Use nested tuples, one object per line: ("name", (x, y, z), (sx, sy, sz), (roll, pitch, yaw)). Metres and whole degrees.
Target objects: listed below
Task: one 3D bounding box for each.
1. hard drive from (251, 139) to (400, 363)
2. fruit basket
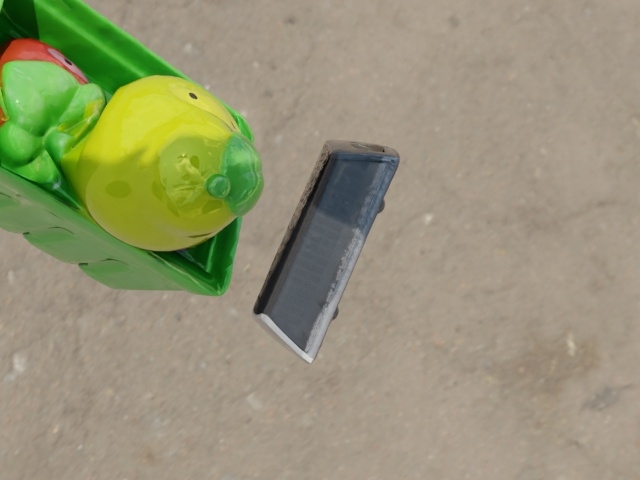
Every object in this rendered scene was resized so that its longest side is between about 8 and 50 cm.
("hard drive", (0.000, 0.000, 0.979), (0.054, 0.254, 0.172), (23, 92, -3))
("fruit basket", (-0.196, -0.102, 1.324), (0.392, 0.392, 0.282), (19, 58, -19))
